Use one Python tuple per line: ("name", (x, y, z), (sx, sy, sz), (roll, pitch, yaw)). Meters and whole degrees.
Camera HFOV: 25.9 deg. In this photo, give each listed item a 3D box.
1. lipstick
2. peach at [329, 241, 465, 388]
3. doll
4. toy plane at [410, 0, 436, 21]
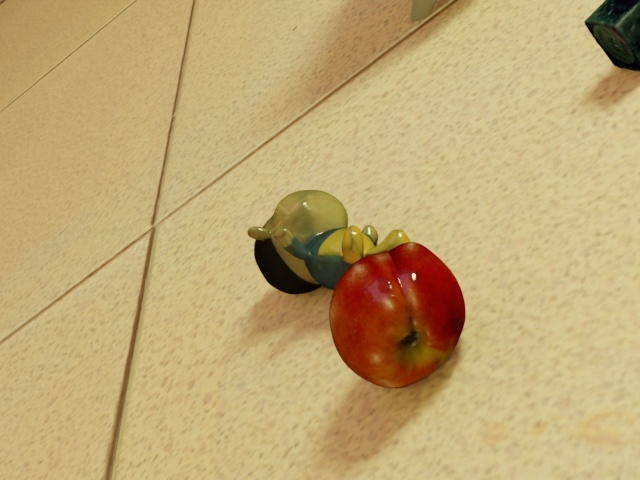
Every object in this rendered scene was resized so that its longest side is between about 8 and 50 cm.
("lipstick", (0.336, -0.256, 1.083), (0.312, 0.051, 0.051), (-44, 21, -6))
("peach", (0.051, 0.051, 0.969), (0.101, 0.101, 0.100), (-35, 25, 19))
("doll", (0.000, 0.000, 1.149), (0.179, 0.102, 0.088), (-7, 81, 53))
("toy plane", (0.166, -0.310, 1.409), (0.234, 0.082, 0.160), (-28, 1, 31))
